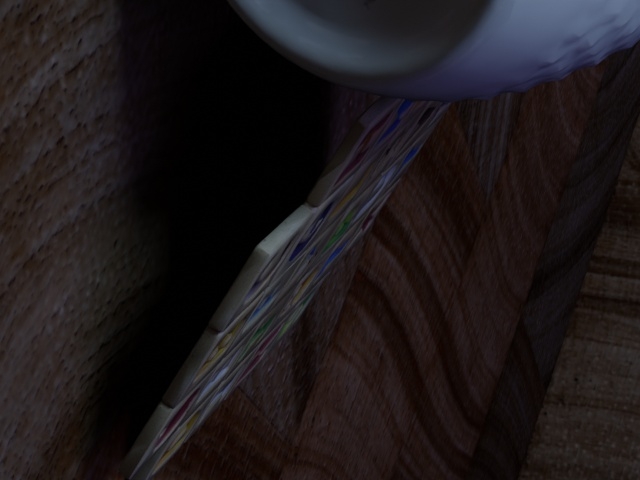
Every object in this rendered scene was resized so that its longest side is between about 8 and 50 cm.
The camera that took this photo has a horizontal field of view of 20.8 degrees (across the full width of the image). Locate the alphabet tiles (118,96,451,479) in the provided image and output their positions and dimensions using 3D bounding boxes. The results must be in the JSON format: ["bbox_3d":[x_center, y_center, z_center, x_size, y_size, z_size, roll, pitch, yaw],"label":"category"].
[{"bbox_3d":[0.000,0.000,1.017,0.285,0.011,0.342,-57,173,32],"label":"alphabet tiles"}]

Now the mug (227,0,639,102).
[{"bbox_3d":[0.124,-0.226,0.830,0.328,0.374,0.276,-41,106,-48],"label":"mug"}]
